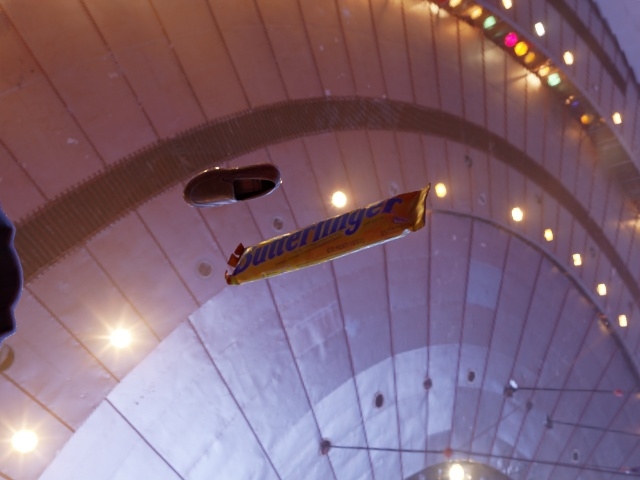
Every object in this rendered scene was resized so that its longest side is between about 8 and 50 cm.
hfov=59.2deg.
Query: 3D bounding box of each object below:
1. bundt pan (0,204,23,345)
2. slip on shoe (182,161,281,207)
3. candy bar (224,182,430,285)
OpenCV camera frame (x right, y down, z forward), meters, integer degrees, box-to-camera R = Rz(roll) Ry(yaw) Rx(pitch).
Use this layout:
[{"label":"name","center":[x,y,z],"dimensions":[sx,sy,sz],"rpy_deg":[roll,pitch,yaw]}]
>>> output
[{"label":"bundt pan","center":[-0.430,0.003,0.486],"dimensions":[0.331,0.124,0.330],"rpy_deg":[-20,-90,-81]},{"label":"slip on shoe","center":[-0.117,-0.069,0.743],"dimensions":[0.041,0.135,0.051],"rpy_deg":[-97,-3,-59]},{"label":"candy bar","center":[0.000,0.000,0.383],"dimensions":[0.018,0.161,0.040],"rpy_deg":[53,-146,-33]}]
